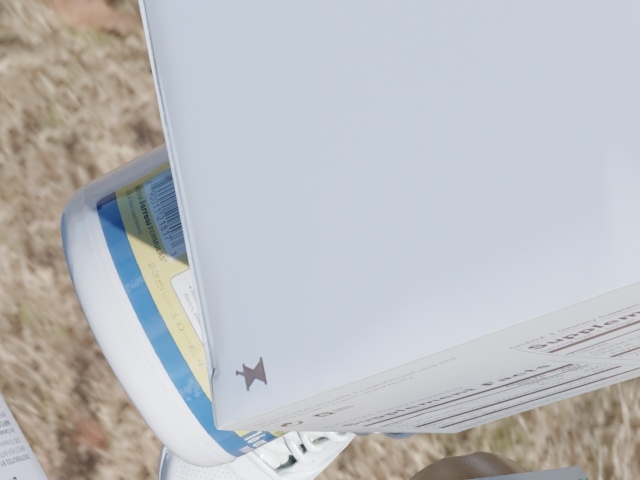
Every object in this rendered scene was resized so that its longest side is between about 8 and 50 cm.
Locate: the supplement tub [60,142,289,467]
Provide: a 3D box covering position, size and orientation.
[{"bbox_3d":[0.000,0.000,0.892,0.199,0.144,0.144,-27,69,7],"label":"supplement tub"}]

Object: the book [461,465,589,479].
[{"bbox_3d":[0.072,0.151,1.011,0.144,0.096,0.035,-8,98,-2],"label":"book"}]

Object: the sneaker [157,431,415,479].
[{"bbox_3d":[-0.005,0.093,1.210,0.108,0.169,0.292,40,104,-7],"label":"sneaker"}]

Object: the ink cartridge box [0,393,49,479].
[{"bbox_3d":[-0.307,0.095,1.076,0.151,0.270,0.395,-35,81,17],"label":"ink cartridge box"}]

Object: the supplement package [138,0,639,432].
[{"bbox_3d":[0.059,-0.086,0.664,0.204,0.145,0.262,-22,73,34],"label":"supplement package"}]

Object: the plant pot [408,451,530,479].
[{"bbox_3d":[0.118,0.224,1.246,0.167,0.167,0.165,-39,26,-3],"label":"plant pot"}]
